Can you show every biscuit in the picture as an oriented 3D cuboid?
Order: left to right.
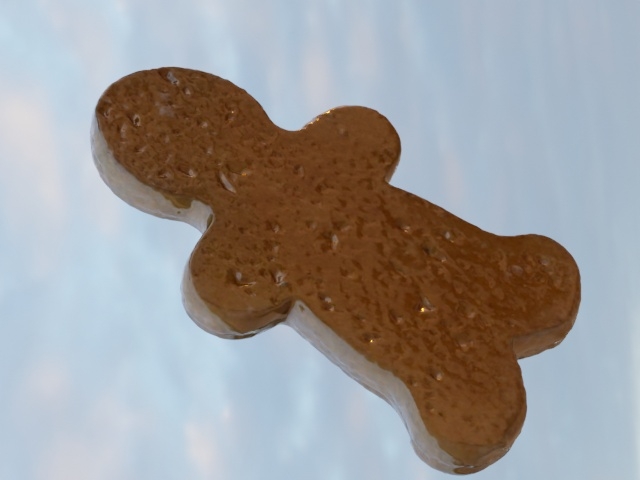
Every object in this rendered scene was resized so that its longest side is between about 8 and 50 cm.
[{"bbox_3d":[0.000,0.000,0.764,0.165,0.250,0.036,-52,-10,-43],"label":"biscuit"}]
